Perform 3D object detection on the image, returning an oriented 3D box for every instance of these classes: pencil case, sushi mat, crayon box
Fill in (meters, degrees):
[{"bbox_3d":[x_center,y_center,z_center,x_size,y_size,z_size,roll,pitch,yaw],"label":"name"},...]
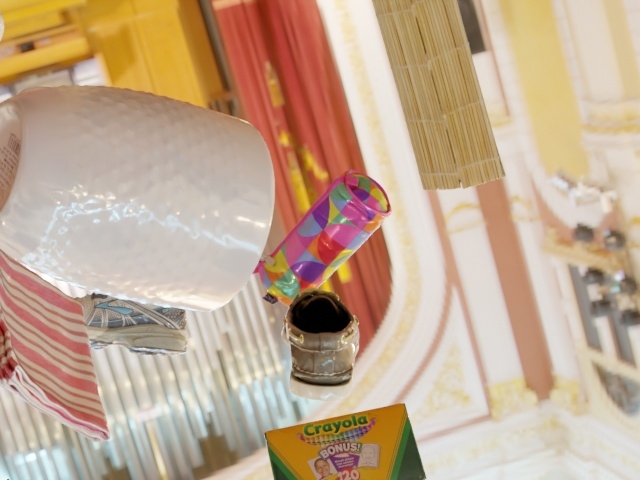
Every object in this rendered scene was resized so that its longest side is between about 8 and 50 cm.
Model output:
[{"bbox_3d":[0.000,0.000,1.778,0.236,0.104,0.104,-45,176,25],"label":"pencil case"},{"bbox_3d":[0.126,-0.212,1.390,0.019,0.316,0.151,-22,-170,-33],"label":"sushi mat"},{"bbox_3d":[0.046,0.422,2.270,0.279,0.165,0.081,-11,146,-5],"label":"crayon box"}]

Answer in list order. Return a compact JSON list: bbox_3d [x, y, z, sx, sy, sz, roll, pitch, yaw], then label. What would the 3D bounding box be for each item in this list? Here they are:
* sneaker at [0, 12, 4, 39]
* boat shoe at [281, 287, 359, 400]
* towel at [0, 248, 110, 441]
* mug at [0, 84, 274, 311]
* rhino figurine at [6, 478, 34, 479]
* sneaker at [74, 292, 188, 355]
[{"bbox_3d":[-0.706,-0.331,2.147,0.282,0.102,0.161,-28,-173,17],"label":"sneaker"},{"bbox_3d":[0.002,0.118,1.628,0.109,0.091,0.305,3,-163,-2],"label":"boat shoe"},{"bbox_3d":[-0.265,0.092,1.151,0.029,0.144,0.197,-35,-136,12],"label":"towel"},{"bbox_3d":[-0.290,-0.092,1.596,0.328,0.276,0.374,13,-152,-36],"label":"mug"},{"bbox_3d":[-0.419,0.412,1.791,0.073,0.106,0.243,-25,149,29],"label":"rhino figurine"},{"bbox_3d":[-0.359,0.121,2.008,0.283,0.122,0.110,10,163,-22],"label":"sneaker"}]
